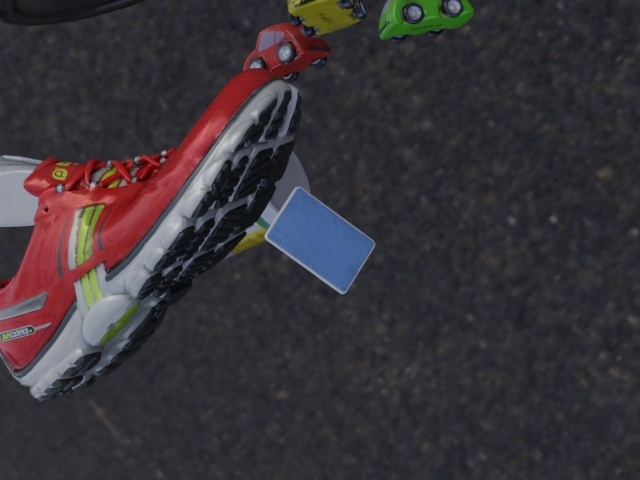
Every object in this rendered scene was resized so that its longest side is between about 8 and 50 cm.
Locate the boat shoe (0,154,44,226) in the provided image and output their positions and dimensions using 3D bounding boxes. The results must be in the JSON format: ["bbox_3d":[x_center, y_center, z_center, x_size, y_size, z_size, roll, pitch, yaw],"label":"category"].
[{"bbox_3d":[-0.301,-0.045,1.216,0.184,0.063,0.066,-6,106,2],"label":"boat shoe"}]

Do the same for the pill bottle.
[{"bbox_3d":[-0.124,-0.035,1.683,0.208,0.117,0.117,-24,102,30],"label":"pill bottle"}]

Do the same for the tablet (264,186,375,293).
[{"bbox_3d":[0.000,0.000,1.199,0.083,0.054,0.006,36,162,-12],"label":"tablet"}]

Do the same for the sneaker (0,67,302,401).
[{"bbox_3d":[-0.126,-0.015,0.905,0.118,0.107,0.279,49,115,10],"label":"sneaker"}]

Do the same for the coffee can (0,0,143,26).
[{"bbox_3d":[-0.204,-0.332,1.146,0.201,0.201,0.275,-25,84,53],"label":"coffee can"}]

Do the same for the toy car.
[{"bbox_3d":[0.044,-0.227,1.478,0.239,0.225,0.053,139,118,-69],"label":"toy car"}]
